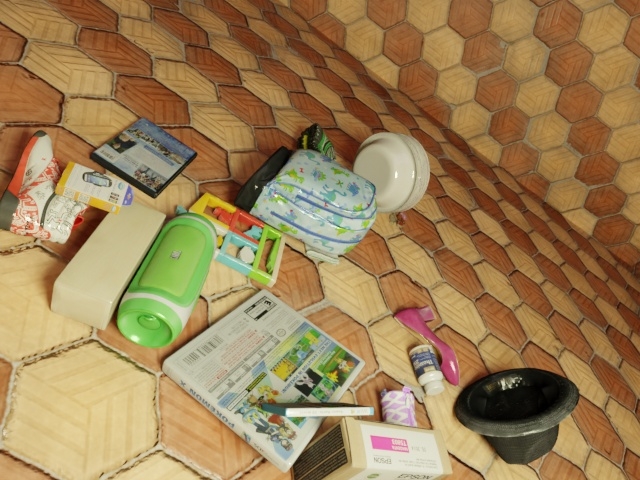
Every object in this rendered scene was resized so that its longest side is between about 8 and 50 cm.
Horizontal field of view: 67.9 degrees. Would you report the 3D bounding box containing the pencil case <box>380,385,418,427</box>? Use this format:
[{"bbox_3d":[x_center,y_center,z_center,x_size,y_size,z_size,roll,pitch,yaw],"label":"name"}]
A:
[{"bbox_3d":[0.190,0.435,1.060,0.086,0.088,0.206,24,39,-27],"label":"pencil case"}]

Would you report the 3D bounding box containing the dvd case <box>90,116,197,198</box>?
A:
[{"bbox_3d":[-0.453,-0.223,1.253,0.180,0.022,0.253,34,35,-10],"label":"dvd case"}]

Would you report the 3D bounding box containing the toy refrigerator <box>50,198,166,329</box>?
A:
[{"bbox_3d":[-0.411,0.038,0.942,0.102,0.094,0.269,23,37,-12],"label":"toy refrigerator"}]

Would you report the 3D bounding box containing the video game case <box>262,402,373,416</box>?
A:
[{"bbox_3d":[-0.007,0.300,0.848,0.166,0.119,0.015,8,73,-25],"label":"video game case"}]

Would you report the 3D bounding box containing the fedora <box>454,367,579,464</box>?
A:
[{"bbox_3d":[0.517,0.464,1.232,0.334,0.334,0.153,-22,98,-52],"label":"fedora"}]

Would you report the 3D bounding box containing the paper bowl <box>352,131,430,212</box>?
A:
[{"bbox_3d":[0.226,-0.236,1.667,0.148,0.284,0.284,-10,58,-46],"label":"paper bowl"}]

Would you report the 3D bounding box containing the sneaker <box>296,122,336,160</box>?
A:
[{"bbox_3d":[0.001,-0.255,1.617,0.146,0.134,0.343,38,39,-31],"label":"sneaker"}]

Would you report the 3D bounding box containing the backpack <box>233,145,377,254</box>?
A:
[{"bbox_3d":[-0.015,-0.113,1.352,0.355,0.273,0.290,43,32,-9],"label":"backpack"}]

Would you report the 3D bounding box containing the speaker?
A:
[{"bbox_3d":[-0.303,0.070,0.975,0.131,0.131,0.296,29,36,-16],"label":"speaker"}]

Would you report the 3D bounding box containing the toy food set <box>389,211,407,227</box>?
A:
[{"bbox_3d":[0.297,-0.090,1.802,0.078,0.019,0.122,29,36,-15],"label":"toy food set"}]

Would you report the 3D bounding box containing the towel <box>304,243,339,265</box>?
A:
[{"bbox_3d":[0.000,0.000,1.423,0.113,0.023,0.152,20,39,-27],"label":"towel"}]

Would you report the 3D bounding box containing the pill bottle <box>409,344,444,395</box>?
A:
[{"bbox_3d":[0.285,0.345,1.265,0.067,0.067,0.120,16,41,-31],"label":"pill bottle"}]

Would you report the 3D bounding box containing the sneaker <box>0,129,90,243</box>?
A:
[{"bbox_3d":[-0.551,-0.106,0.977,0.145,0.090,0.270,22,38,-31],"label":"sneaker"}]

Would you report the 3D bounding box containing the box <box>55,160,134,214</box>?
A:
[{"bbox_3d":[-0.453,-0.104,0.966,0.136,0.028,0.081,23,36,-26],"label":"box"}]

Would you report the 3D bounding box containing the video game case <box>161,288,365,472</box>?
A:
[{"bbox_3d":[-0.099,0.259,0.979,0.300,0.036,0.329,34,32,15],"label":"video game case"}]

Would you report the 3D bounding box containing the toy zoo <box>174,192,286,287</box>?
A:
[{"bbox_3d":[-0.232,-0.014,1.217,0.293,0.030,0.192,29,36,-16],"label":"toy zoo"}]

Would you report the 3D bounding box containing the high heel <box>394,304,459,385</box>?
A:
[{"bbox_3d":[0.301,0.301,1.344,0.117,0.082,0.244,-13,69,-16],"label":"high heel"}]

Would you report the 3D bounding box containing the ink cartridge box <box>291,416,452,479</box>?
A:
[{"bbox_3d":[0.092,0.423,0.890,0.234,0.193,0.088,19,40,-27],"label":"ink cartridge box"}]
